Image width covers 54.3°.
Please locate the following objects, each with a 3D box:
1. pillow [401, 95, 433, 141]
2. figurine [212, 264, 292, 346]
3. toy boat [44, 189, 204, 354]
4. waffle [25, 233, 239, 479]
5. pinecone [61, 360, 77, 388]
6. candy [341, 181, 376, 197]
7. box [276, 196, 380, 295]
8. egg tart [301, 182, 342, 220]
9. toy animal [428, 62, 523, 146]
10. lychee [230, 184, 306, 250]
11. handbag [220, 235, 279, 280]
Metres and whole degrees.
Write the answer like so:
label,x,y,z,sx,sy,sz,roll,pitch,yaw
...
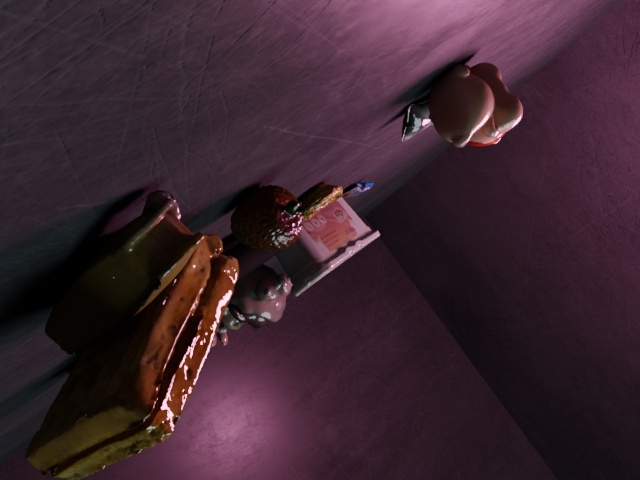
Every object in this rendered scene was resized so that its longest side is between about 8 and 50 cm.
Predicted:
label,x,y,z,sx,sy,sz,roll,pitch,yaw
pillow,0.225,-0.273,1.347,0.135,0.055,0.091,-36,175,-35
figurine,-0.263,0.187,1.824,0.380,0.203,0.248,-25,171,7
toy boat,-0.247,0.048,0.769,0.321,0.089,0.121,-37,-166,40
waffle,-0.236,0.146,0.831,0.224,0.098,0.328,-34,-155,29
pinecone,-0.473,0.350,1.456,0.244,0.244,0.309,-32,159,-49
candy,0.109,-0.159,1.967,0.088,0.038,0.136,-22,178,36
box,0.000,0.000,1.790,0.175,0.182,0.312,-40,176,42
egg tart,-0.005,-0.097,1.494,0.130,0.052,0.130,-38,177,-2
toy animal,0.315,-0.271,1.278,0.171,0.171,0.197,-38,164,36
lychee,-0.086,-0.036,1.036,0.146,0.114,0.114,-17,-172,33
handbag,-0.208,0.060,1.368,0.275,0.088,0.244,-38,-179,-36
